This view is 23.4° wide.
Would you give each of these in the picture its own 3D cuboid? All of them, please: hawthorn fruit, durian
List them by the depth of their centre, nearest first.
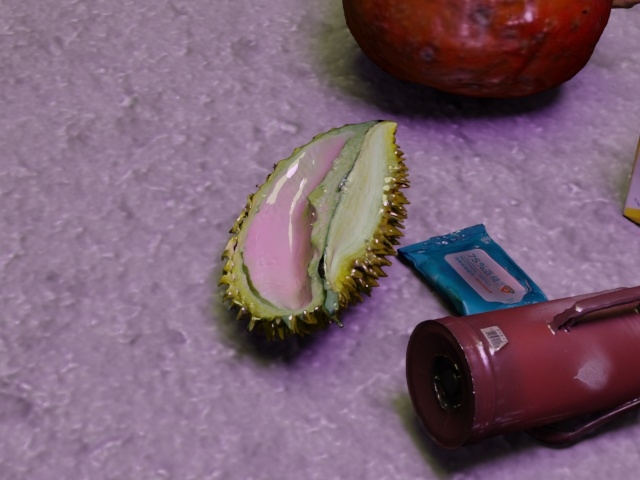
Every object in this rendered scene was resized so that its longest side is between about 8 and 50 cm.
[{"bbox_3d":[0.001,0.007,1.221,0.137,0.095,0.221,-15,36,33],"label":"durian"},{"bbox_3d":[0.144,-0.244,1.395,0.261,0.258,0.258,26,33,-34],"label":"hawthorn fruit"}]

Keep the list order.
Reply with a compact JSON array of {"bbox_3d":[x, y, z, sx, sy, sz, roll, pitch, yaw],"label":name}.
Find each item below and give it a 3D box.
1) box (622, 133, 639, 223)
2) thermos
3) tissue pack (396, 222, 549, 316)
[{"bbox_3d":[0.387,-0.116,1.333,0.097,0.168,0.265,34,52,31],"label":"box"},{"bbox_3d":[0.187,0.083,1.139,0.232,0.124,0.099,-9,49,-25],"label":"thermos"},{"bbox_3d":[0.130,0.037,1.248,0.085,0.028,0.138,-14,42,-23],"label":"tissue pack"}]
